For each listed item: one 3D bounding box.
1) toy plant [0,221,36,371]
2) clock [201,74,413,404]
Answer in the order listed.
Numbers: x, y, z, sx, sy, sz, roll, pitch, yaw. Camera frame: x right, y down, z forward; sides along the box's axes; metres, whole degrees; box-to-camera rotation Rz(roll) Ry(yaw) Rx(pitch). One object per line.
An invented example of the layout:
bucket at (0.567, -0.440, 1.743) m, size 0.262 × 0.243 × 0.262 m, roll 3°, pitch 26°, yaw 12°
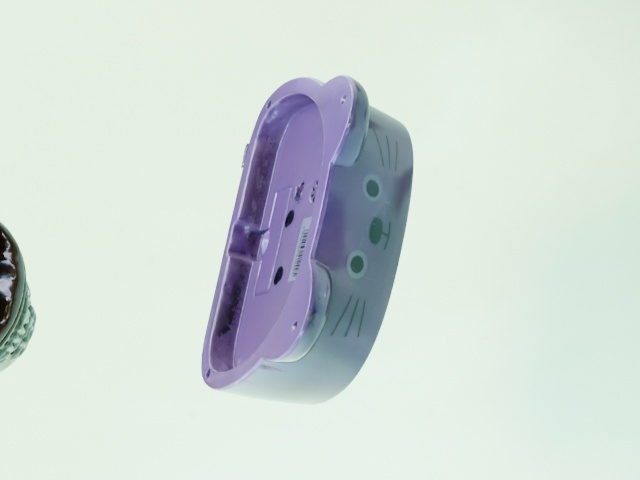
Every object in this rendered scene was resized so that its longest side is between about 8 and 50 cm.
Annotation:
toy plant at (-0.254, 0.025, 1.274) m, size 0.105 × 0.200 × 0.143 m, roll 15°, pitch 73°, yaw 17°
clock at (0.000, 0.000, 0.880) m, size 0.110 × 0.050 × 0.153 m, roll -15°, pitch 59°, yaw 62°
